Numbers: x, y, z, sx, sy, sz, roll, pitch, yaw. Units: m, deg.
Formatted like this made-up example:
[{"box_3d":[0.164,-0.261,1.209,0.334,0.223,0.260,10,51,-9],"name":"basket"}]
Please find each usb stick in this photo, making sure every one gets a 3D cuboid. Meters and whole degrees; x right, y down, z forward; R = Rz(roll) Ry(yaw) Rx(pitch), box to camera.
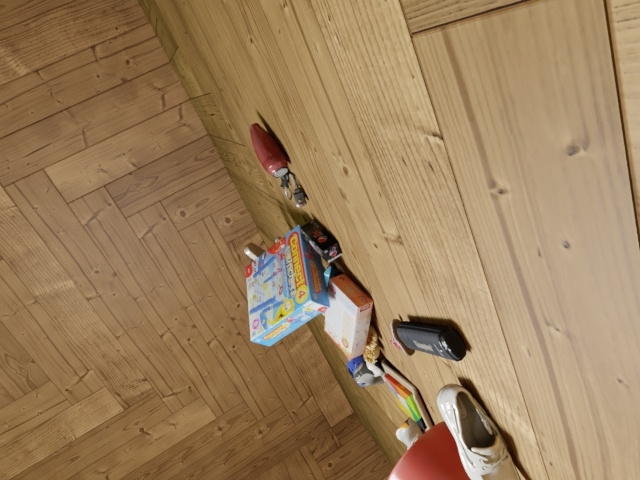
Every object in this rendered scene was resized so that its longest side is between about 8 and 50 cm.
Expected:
[{"box_3d":[0.237,0.217,1.008,0.077,0.045,0.278,60,168,2],"name":"usb stick"}]

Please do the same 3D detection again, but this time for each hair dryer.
[{"box_3d":[-0.153,-0.238,1.472,0.293,0.080,0.223,65,168,-23],"name":"hair dryer"}]

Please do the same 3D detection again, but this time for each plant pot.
[{"box_3d":[0.338,0.647,1.155,0.243,0.275,0.275,38,157,41],"name":"plant pot"}]

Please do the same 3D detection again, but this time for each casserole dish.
[{"box_3d":[0.023,0.177,1.603,0.037,0.188,0.114,18,152,-10],"name":"casserole dish"}]

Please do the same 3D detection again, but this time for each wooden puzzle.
[{"box_3d":[0.296,0.546,1.569,0.221,0.044,0.239,64,168,-20],"name":"wooden puzzle"}]

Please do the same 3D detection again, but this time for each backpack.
[{"box_3d":[0.180,0.567,1.986,0.120,0.098,0.101,51,162,42],"name":"backpack"}]

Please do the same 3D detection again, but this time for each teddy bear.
[{"box_3d":[0.098,0.295,1.635,0.338,0.113,0.245,54,165,28],"name":"teddy bear"}]

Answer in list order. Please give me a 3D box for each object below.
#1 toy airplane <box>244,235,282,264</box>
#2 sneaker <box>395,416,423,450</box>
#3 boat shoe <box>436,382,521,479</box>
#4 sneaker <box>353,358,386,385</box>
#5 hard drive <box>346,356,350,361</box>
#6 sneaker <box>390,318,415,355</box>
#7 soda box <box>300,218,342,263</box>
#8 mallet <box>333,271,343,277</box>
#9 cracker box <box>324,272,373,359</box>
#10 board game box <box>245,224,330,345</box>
[{"box_3d":[-0.140,0.167,1.921,0.386,0.272,0.384,44,-174,10],"name":"toy airplane"},{"box_3d":[0.370,0.756,1.689,0.121,0.099,0.262,33,159,51],"name":"sneaker"},{"box_3d":[0.343,0.439,0.964,0.277,0.098,0.096,59,169,12],"name":"boat shoe"},{"box_3d":[0.186,0.502,1.733,0.100,0.108,0.271,53,180,29],"name":"sneaker"},{"box_3d":[0.124,0.489,2.182,0.203,0.040,0.307,55,168,23],"name":"hard drive"},{"box_3d":[0.207,0.253,1.231,0.118,0.042,0.067,62,165,-19],"name":"sneaker"},{"box_3d":[0.000,0.000,1.448,0.169,0.060,0.053,46,163,50],"name":"soda box"},{"box_3d":[0.106,0.176,1.505,0.190,0.039,0.062,44,159,43],"name":"mallet"},{"box_3d":[0.086,0.244,1.464,0.156,0.067,0.232,43,141,42],"name":"cracker box"},{"box_3d":[-0.123,0.153,1.559,0.086,0.302,0.308,25,-141,-38],"name":"board game box"}]
